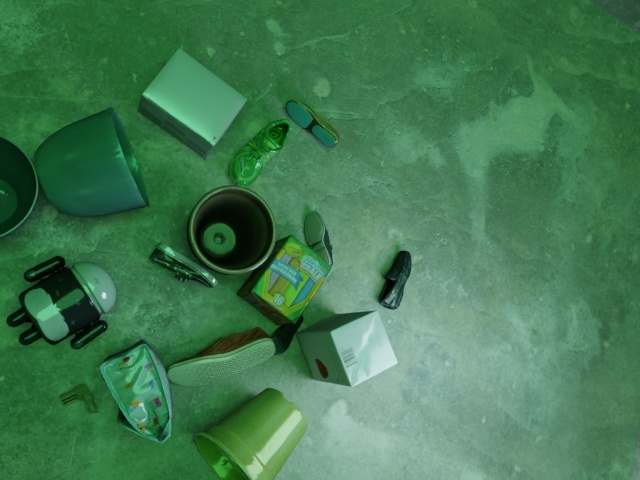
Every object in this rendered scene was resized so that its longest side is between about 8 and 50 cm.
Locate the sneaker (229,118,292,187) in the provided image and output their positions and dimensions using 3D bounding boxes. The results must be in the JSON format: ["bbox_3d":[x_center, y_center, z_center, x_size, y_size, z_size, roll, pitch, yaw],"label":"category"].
[{"bbox_3d":[-0.199,-0.304,1.838,0.109,0.123,0.296,39,70,-13],"label":"sneaker"}]

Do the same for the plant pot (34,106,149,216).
[{"bbox_3d":[-0.649,-0.198,1.558,0.235,0.293,0.293,-20,89,-9],"label":"plant pot"}]

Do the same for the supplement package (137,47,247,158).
[{"bbox_3d":[-0.407,-0.432,1.763,0.261,0.145,0.204,35,70,-14],"label":"supplement package"}]

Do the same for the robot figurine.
[{"bbox_3d":[-0.706,0.175,1.523,0.278,0.173,0.209,-34,137,-23],"label":"robot figurine"}]

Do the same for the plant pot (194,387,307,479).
[{"bbox_3d":[-0.185,0.587,1.636,0.254,0.276,0.276,-40,97,-35],"label":"plant pot"}]

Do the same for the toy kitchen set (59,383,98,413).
[{"bbox_3d":[-0.671,0.465,1.543,0.075,0.083,0.068,-24,132,-24],"label":"toy kitchen set"}]

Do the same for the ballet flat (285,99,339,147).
[{"bbox_3d":[-0.026,-0.422,1.971,0.232,0.080,0.073,42,40,-14],"label":"ballet flat"}]

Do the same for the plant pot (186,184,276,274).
[{"bbox_3d":[-0.290,-0.014,1.692,0.263,0.229,0.263,4,79,-22],"label":"plant pot"}]

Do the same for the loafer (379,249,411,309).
[{"bbox_3d":[0.268,0.136,1.981,0.078,0.076,0.223,24,76,-25],"label":"loafer"}]

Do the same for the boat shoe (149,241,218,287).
[{"bbox_3d":[-0.422,0.094,1.707,0.219,0.078,0.070,33,69,-6],"label":"boat shoe"}]

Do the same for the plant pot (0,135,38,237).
[{"bbox_3d":[-0.901,-0.125,1.473,0.290,0.195,0.290,3,81,-19],"label":"plant pot"}]

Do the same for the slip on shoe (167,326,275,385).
[{"bbox_3d":[-0.307,0.356,1.699,0.331,0.123,0.101,-18,44,-15],"label":"slip on shoe"}]

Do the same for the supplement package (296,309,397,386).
[{"bbox_3d":[0.073,0.338,1.746,0.175,0.293,0.178,-21,89,-25],"label":"supplement package"}]

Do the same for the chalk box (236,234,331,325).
[{"bbox_3d":[-0.100,0.105,1.780,0.179,0.180,0.289,39,68,-12],"label":"chalk box"}]

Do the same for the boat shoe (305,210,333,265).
[{"bbox_3d":[0.000,0.000,1.916,0.065,0.075,0.206,9,66,-65],"label":"boat shoe"}]

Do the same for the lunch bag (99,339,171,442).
[{"bbox_3d":[-0.494,0.424,1.535,0.160,0.223,0.262,-25,93,-19],"label":"lunch bag"}]

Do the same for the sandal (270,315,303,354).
[{"bbox_3d":[-0.119,0.308,1.817,0.067,0.040,0.179,50,52,-14],"label":"sandal"}]
